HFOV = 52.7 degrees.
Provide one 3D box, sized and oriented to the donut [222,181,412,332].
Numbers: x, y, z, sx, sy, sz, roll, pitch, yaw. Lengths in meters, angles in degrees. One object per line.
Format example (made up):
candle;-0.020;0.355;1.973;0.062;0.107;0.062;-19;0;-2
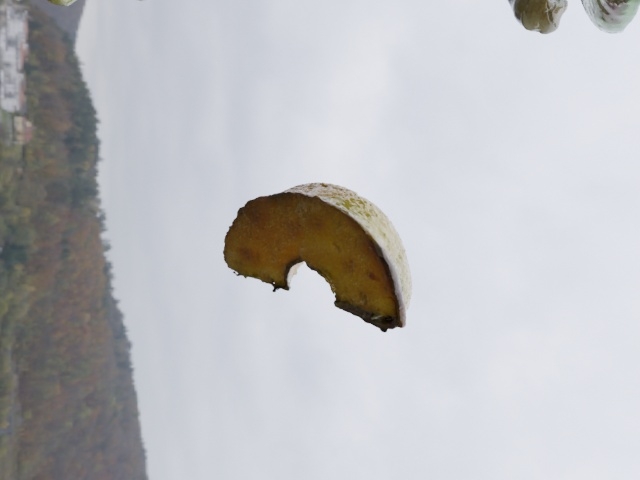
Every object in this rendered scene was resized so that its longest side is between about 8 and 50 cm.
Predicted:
donut;0.004;-0.002;0.802;0.259;0.101;0.152;21;-52;24

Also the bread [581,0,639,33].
bread;0.236;-0.321;0.510;0.301;0.045;0.301;2;90;-75

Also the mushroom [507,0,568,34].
mushroom;0.306;-0.427;1.021;0.099;0.096;0.278;-26;-120;14

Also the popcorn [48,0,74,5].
popcorn;-0.114;-0.279;0.371;0.312;0.312;0.312;179;-90;-65
